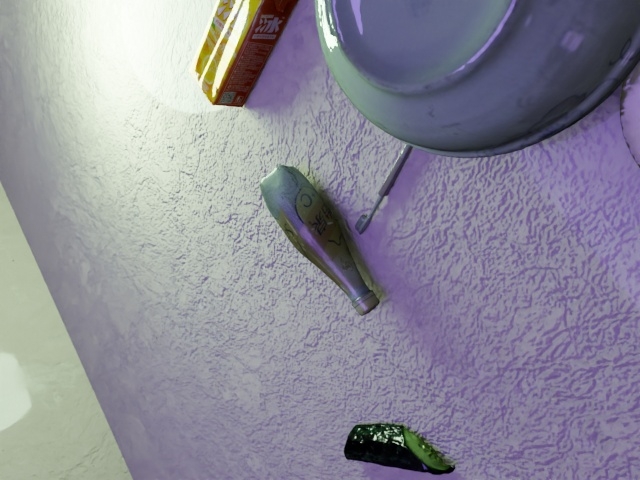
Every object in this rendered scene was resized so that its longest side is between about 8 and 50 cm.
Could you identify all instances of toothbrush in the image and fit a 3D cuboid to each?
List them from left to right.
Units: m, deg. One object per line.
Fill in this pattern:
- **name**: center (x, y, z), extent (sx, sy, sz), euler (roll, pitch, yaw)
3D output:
- **toothbrush**: center (0.096, -0.083, 0.606), extent (0.017, 0.014, 0.194), euler (47, 129, 23)

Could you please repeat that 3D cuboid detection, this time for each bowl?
- **bowl**: center (0.116, -0.217, 0.373), extent (0.307, 0.163, 0.307), euler (17, 118, 36)

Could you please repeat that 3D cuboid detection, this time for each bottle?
- **bottle**: center (0.000, 0.000, 0.671), extent (0.269, 0.083, 0.083), euler (55, 132, 15)

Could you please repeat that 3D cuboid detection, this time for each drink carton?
- **drink carton**: center (-0.132, -0.336, 0.700), extent (0.096, 0.071, 0.223), euler (55, 131, 16)

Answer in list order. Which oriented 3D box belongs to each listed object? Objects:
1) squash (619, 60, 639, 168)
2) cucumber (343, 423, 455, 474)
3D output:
- **squash**: center (0.378, -0.129, 0.316), extent (0.252, 0.049, 0.252), euler (12, 108, 38)
- **cucumber**: center (0.112, 0.344, 0.704), extent (0.220, 0.046, 0.070), euler (-23, 79, 44)
